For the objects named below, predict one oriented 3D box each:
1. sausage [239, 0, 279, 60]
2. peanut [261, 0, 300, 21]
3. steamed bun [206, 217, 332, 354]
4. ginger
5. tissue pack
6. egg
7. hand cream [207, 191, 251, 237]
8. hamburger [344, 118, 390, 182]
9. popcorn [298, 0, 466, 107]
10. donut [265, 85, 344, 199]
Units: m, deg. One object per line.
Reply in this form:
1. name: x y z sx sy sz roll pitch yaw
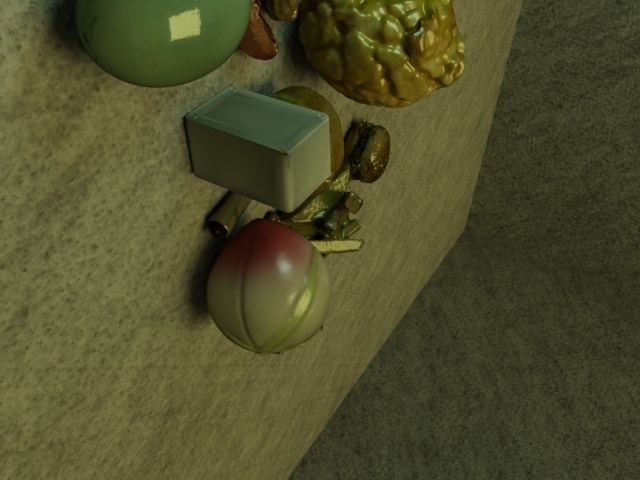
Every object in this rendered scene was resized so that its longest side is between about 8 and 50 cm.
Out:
1. sausage: -0.150 -0.442 1.045 0.087 0.079 0.327 -44 151 -14
2. peanut: -0.067 -0.526 1.099 0.233 0.110 0.197 72 33 -59
3. steamed bun: -0.123 0.085 1.352 0.309 0.309 0.310 -48 150 -39
4. ginger: 0.000 0.000 1.626 0.358 0.211 0.414 -40 145 -44
5. tissue pack: -0.119 -0.185 1.136 0.159 0.246 0.136 -47 148 -39
6. egg: -0.218 -0.330 0.836 0.282 0.202 0.203 -41 146 -39
7. hand cream: -0.196 -0.077 1.324 0.087 0.054 0.186 91 24 -50
8. hamburger: 0.153 -0.268 1.820 0.190 0.122 0.215 -68 160 -4
9. popcorn: 0.143 -0.462 1.333 0.389 0.344 0.354 -22 163 -18
10. donut: -0.047 -0.218 1.317 0.128 0.208 0.262 -50 156 -37
